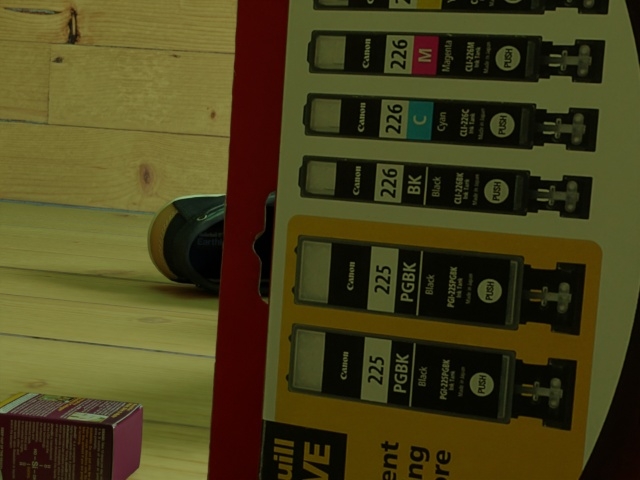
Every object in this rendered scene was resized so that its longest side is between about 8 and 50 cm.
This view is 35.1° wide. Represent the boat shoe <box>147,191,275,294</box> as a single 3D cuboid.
[{"bbox_3d":[0.000,0.000,1.508,0.500,0.186,0.156,-3,12,-20],"label":"boat shoe"}]

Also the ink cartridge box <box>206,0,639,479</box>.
[{"bbox_3d":[0.059,0.018,0.449,0.272,0.309,0.130,5,4,17],"label":"ink cartridge box"}]

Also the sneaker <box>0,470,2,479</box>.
[{"bbox_3d":[-0.165,0.103,0.317,0.128,0.126,0.321,-3,5,-18],"label":"sneaker"}]

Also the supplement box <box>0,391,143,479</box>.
[{"bbox_3d":[-0.156,0.121,0.614,0.083,0.043,0.055,4,4,9],"label":"supplement box"}]
